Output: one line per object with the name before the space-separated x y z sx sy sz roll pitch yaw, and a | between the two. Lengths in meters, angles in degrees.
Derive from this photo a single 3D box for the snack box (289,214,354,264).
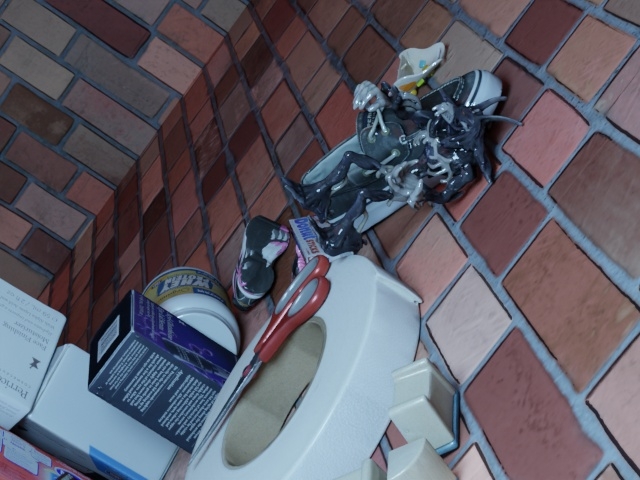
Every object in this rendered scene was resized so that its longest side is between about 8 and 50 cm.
snack box | 0.000 0.000 1.984 0.178 0.064 0.022 -118 19 -71

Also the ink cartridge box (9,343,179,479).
ink cartridge box | -0.363 0.277 2.185 0.307 0.223 0.129 -20 40 63

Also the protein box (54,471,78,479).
protein box | -0.300 0.427 1.727 0.200 0.201 0.136 -54 -3 6

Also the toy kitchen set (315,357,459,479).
toy kitchen set | 0.045 0.238 1.401 0.207 0.122 0.166 -26 28 21

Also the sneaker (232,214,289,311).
sneaker | -0.104 0.036 2.192 0.077 0.072 0.178 -56 8 40

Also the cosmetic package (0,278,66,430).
cosmetic package | -0.486 0.174 2.066 0.151 0.151 0.183 -41 25 39

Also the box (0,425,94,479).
box | -0.392 0.381 1.944 0.142 0.300 0.154 -53 18 9

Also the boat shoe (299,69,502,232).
boat shoe | 0.092 -0.120 1.849 0.335 0.119 0.121 -41 22 38

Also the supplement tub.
supplement tub | -0.195 0.132 2.125 0.144 0.144 0.199 -54 17 8

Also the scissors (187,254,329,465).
scissors | -0.077 0.145 1.766 0.297 0.021 0.109 -54 19 10

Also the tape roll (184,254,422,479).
tape roll | -0.028 0.195 1.690 0.392 0.072 0.392 -50 18 22

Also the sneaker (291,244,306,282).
sneaker | -0.021 0.046 1.997 0.119 0.047 0.057 -95 31 -72

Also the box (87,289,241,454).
box | -0.202 0.184 1.945 0.108 0.207 0.153 -52 19 11

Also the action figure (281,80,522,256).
action figure | 0.095 -0.097 1.690 0.276 0.141 0.164 -34 56 13

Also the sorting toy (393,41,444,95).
sorting toy | 0.149 -0.253 2.076 0.075 0.045 0.083 -36 25 32
